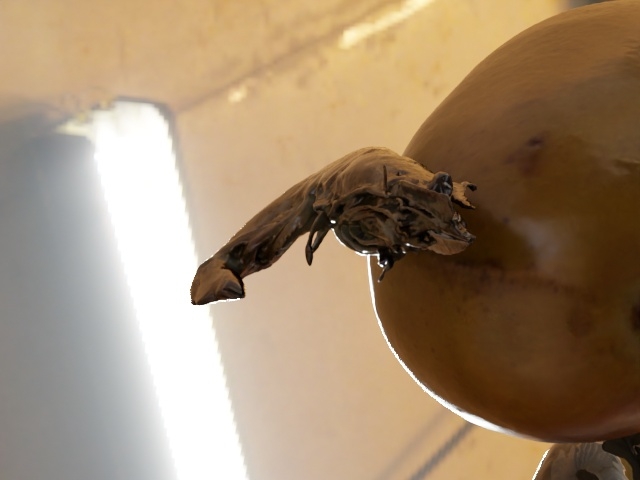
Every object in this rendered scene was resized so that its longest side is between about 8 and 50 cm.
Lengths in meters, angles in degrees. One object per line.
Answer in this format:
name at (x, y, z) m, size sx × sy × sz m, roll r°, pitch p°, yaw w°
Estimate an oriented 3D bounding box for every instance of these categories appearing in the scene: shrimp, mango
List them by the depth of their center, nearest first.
shrimp at (0.000, 0.000, 0.997) m, size 0.169 × 0.296 × 0.058 m, roll -37°, pitch -77°, yaw -7°
mango at (0.192, -0.036, 1.178) m, size 0.232 × 0.300 × 0.445 m, roll 63°, pitch -156°, yaw -24°

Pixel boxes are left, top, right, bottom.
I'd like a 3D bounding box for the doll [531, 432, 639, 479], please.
doll at (0.325, 0.295, 1.486) m, size 0.382 × 0.252 × 0.378 m, roll 51°, pitch -128°, yaw -5°
